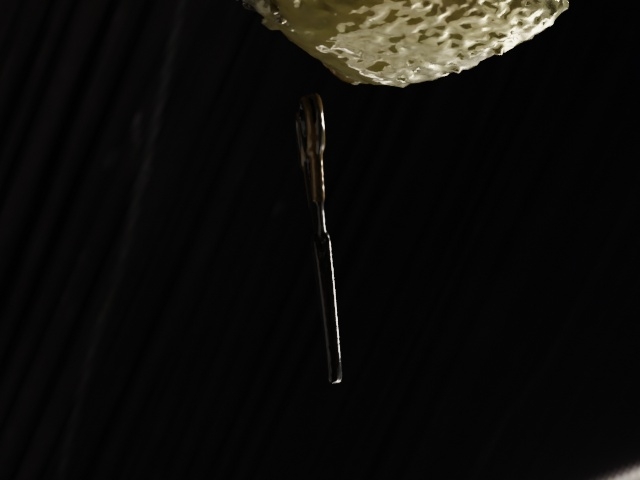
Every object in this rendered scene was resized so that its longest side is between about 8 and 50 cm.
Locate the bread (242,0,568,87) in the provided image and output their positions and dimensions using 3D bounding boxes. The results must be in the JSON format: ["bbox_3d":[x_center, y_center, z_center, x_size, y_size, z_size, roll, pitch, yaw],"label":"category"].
[{"bbox_3d":[-0.003,-0.256,1.303,0.375,0.236,0.165,32,50,-47],"label":"bread"}]

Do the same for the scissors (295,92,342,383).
[{"bbox_3d":[0.000,0.000,1.342,0.017,0.220,0.088,-5,-10,-9],"label":"scissors"}]
